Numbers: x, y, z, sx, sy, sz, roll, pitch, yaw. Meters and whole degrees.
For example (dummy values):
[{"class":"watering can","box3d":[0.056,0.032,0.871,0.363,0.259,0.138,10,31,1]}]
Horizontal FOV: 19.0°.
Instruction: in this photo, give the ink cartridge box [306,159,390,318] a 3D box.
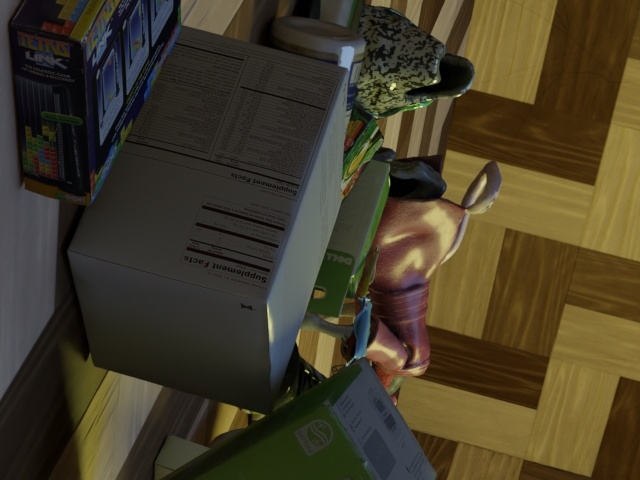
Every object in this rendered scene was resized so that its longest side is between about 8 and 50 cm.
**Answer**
[{"class":"ink cartridge box","box3d":[0.000,0.000,2.163,0.062,0.109,0.209,89,17,-61]}]

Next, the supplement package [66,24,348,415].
[{"class":"supplement package","box3d":[-0.078,-0.014,1.419,0.194,0.149,0.203,91,15,-61]}]

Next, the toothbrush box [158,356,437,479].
[{"class":"toothbrush box","box3d":[-0.066,0.222,1.468,0.283,0.122,0.206,-33,180,11]}]

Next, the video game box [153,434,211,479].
[{"class":"video game box","box3d":[-0.068,0.295,1.877,0.187,0.205,0.048,96,16,-45]}]

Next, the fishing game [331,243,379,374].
[{"class":"fishing game","box3d":[0.029,0.151,2.193,0.189,0.041,0.264,-69,168,-63]}]

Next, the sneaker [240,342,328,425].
[{"class":"sneaker","box3d":[-0.022,0.184,2.302,0.300,0.121,0.111,78,27,-73]}]

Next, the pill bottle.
[{"class":"pill bottle","box3d":[-0.018,-0.125,1.852,0.094,0.094,0.169,-52,156,-71]}]

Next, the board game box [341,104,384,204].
[{"class":"board game box","box3d":[-0.017,-0.018,2.028,0.259,0.030,0.136,-57,168,-2]}]

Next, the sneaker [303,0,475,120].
[{"class":"sneaker","box3d":[0.079,-0.179,2.125,0.410,0.182,0.158,-5,109,-82]}]

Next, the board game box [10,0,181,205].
[{"class":"board game box","box3d":[-0.135,-0.130,1.175,0.141,0.048,0.170,93,14,-48]}]

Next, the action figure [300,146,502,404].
[{"class":"action figure","box3d":[0.102,0.059,2.505,0.248,0.276,0.370,-71,160,-73]}]

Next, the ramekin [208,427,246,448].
[{"class":"ramekin","box3d":[0.004,0.307,2.063,0.135,0.277,0.277,-25,144,-27]}]
